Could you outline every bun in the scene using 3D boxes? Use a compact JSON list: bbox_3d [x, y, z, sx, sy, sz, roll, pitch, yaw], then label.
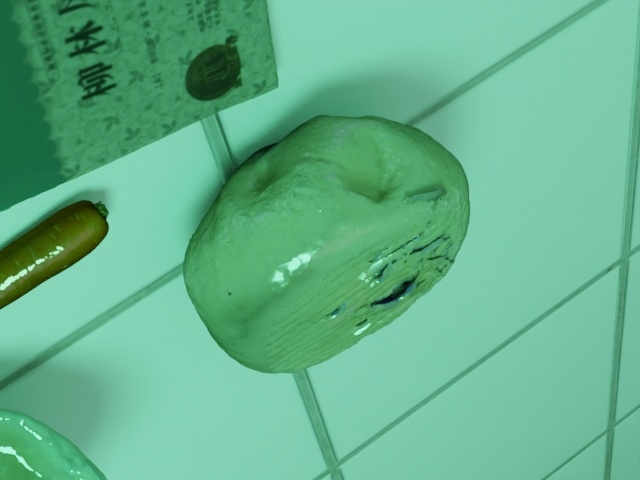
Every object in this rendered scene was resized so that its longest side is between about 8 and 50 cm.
[{"bbox_3d":[0.004,-0.001,0.951,0.273,0.168,0.273,-27,154,-15],"label":"bun"}]

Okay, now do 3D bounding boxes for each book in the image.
[{"bbox_3d":[-0.200,-0.137,0.723,0.379,0.031,0.264,-28,141,-20],"label":"book"}]

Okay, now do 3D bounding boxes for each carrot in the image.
[{"bbox_3d":[-0.267,0.045,0.836,0.248,0.043,0.043,-34,143,-9],"label":"carrot"}]

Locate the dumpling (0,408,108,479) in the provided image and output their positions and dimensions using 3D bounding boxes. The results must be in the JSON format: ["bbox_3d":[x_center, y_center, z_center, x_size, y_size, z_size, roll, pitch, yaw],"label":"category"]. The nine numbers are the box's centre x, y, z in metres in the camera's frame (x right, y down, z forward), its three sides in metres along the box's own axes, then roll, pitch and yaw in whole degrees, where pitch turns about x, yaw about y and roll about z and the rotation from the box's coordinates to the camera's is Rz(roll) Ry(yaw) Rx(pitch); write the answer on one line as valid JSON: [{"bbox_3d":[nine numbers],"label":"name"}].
[{"bbox_3d":[-0.322,0.277,0.877,0.320,0.212,0.270,-44,143,-18],"label":"dumpling"}]
